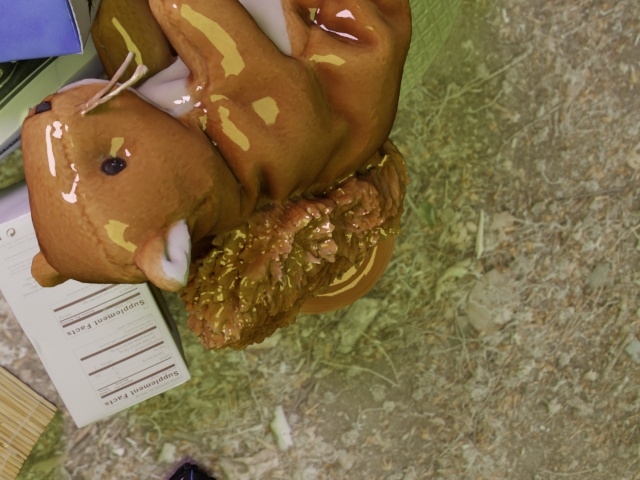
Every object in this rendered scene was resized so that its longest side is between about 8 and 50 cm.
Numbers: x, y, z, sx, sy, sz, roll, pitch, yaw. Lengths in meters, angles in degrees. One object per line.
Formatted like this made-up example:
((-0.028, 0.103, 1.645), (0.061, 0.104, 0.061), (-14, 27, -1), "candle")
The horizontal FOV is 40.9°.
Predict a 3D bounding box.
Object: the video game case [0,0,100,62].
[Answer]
((-0.320, -0.221, 0.726), (0.270, 0.244, 0.061), (-6, 129, 1), "video game case")

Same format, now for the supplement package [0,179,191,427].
((-0.254, 0.052, 0.933), (0.134, 0.139, 0.244), (-24, 115, -7), "supplement package")

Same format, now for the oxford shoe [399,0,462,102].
((0.081, -0.329, 0.915), (0.169, 0.130, 0.449), (-13, 130, -43), "oxford shoe")

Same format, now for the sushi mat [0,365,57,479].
((-0.438, 0.156, 0.927), (0.019, 0.151, 0.316), (-21, 124, 41), "sushi mat")

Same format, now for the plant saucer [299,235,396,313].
((0.000, 0.000, 1.034), (0.200, 0.037, 0.199), (-5, 109, -15), "plant saucer")

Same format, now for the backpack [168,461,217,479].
((-0.173, 0.360, 1.084), (0.084, 0.105, 0.114), (40, 99, -24), "backpack")

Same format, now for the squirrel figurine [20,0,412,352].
((-0.081, -0.057, 0.795), (0.370, 0.281, 0.396), (-55, 133, -40), "squirrel figurine")

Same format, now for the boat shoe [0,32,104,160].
((-0.328, -0.147, 0.863), (0.301, 0.108, 0.102), (-42, 97, -4), "boat shoe")
